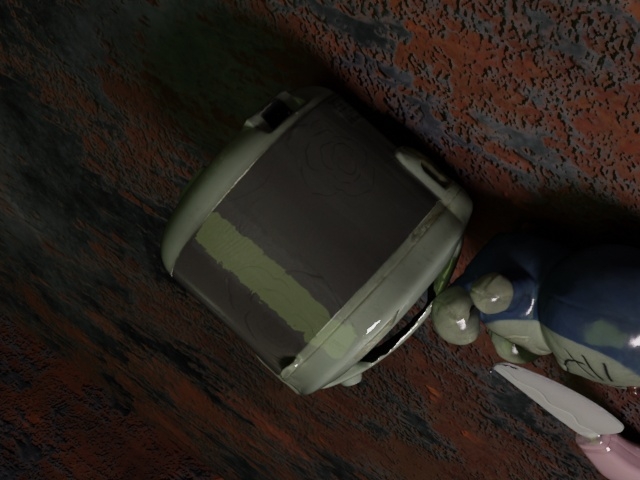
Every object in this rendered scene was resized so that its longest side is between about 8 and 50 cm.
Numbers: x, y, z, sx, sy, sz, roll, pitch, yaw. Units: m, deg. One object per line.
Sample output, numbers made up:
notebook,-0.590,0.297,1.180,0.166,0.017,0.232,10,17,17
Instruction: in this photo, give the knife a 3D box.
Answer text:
knife,0.291,0.205,1.033,0.081,0.043,0.336,-6,149,39

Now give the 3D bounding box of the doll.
doll,0.259,0.076,0.938,0.258,0.154,0.228,22,177,44

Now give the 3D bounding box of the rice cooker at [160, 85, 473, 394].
rice cooker,0.002,0.002,1.035,0.277,0.288,0.288,41,149,2
